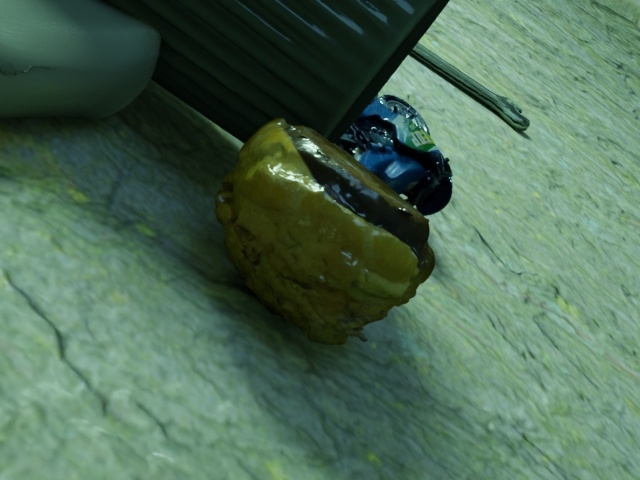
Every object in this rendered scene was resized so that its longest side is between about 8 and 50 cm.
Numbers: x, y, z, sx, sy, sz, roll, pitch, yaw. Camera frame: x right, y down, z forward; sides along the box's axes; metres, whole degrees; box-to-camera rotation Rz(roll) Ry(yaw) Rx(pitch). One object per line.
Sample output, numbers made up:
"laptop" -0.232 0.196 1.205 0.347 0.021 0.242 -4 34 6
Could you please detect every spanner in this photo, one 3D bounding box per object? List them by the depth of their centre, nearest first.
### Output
"spanner" 0.149 -0.225 2.430 0.302 0.017 0.071 31 21 -24

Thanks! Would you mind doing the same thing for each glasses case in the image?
"glasses case" -0.237 -0.144 1.389 0.128 0.083 0.308 39 18 16

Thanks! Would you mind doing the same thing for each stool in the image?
"stool" -0.067 -0.249 1.608 0.330 0.297 0.297 38 18 1

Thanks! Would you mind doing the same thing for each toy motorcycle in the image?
"toy motorcycle" 0.048 -0.078 1.784 0.135 0.092 0.254 55 31 15

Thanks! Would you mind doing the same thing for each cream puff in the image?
"cream puff" 0.000 0.000 1.443 0.189 0.129 0.189 35 10 -7
